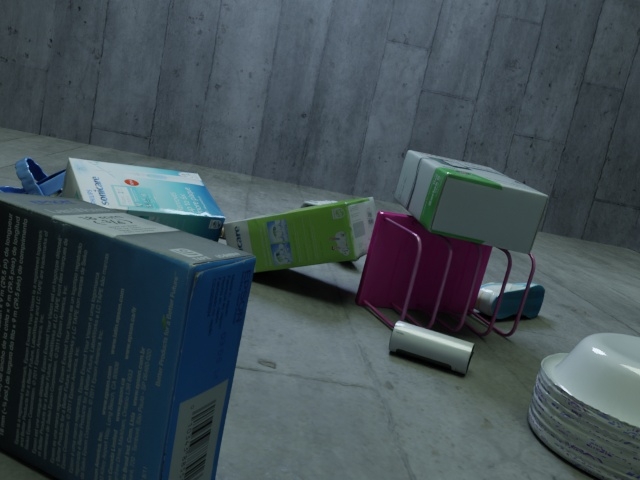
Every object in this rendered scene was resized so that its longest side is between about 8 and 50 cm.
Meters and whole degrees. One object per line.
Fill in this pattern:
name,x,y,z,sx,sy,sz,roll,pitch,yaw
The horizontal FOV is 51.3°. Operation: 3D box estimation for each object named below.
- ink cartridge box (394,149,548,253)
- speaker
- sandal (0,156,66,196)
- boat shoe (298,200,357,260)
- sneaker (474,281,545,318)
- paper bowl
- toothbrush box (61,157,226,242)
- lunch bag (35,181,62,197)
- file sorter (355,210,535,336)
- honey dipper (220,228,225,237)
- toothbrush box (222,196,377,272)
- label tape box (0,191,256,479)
ink cartridge box,0.291,-0.088,1.354,0.211,0.121,0.289,11,15,-11
speaker,0.188,0.180,1.122,0.136,0.055,0.055,15,11,17
sandal,-0.579,-0.103,1.523,0.317,0.138,0.126,9,16,-20
boat shoe,0.006,-0.044,1.830,0.156,0.136,0.367,6,18,-16
sneaker,0.442,0.132,1.559,0.229,0.087,0.092,5,10,-40
paper bowl,0.445,0.227,0.921,0.284,0.148,0.284,11,12,-2
toothbrush box,-0.386,-0.062,1.431,0.295,0.126,0.216,4,30,-31
lunch bag,-0.713,-0.129,1.752,0.083,0.053,0.071,0,11,-11
file sorter,0.256,0.077,1.349,0.291,0.202,0.182,7,15,-24
honey dipper,-0.200,-0.008,1.741,0.161,0.030,0.030,15,11,5
toothbrush box,-0.034,-0.011,1.447,0.283,0.122,0.206,-10,3,22
label tape box,-0.245,0.086,0.644,0.334,0.240,0.106,16,12,22
